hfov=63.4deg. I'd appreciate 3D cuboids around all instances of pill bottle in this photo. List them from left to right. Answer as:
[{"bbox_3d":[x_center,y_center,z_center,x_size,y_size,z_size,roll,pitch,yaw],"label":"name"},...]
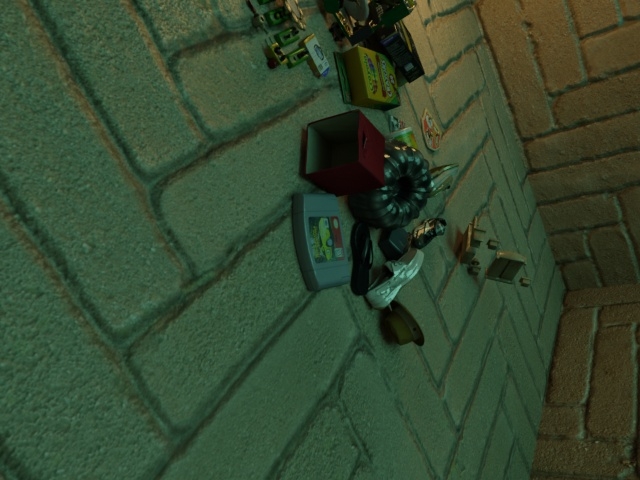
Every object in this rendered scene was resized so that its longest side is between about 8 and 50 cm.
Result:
[{"bbox_3d":[0.323,-0.305,2.016,0.136,0.136,0.246,-33,107,-52],"label":"pill bottle"}]

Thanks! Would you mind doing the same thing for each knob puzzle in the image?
[{"bbox_3d":[0.525,-0.505,2.432,0.213,0.030,0.213,19,66,-50],"label":"knob puzzle"}]

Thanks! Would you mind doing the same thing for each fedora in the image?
[{"bbox_3d":[0.280,0.302,1.805,0.079,0.194,0.194,-33,111,-13],"label":"fedora"}]

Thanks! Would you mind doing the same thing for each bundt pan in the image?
[{"bbox_3d":[0.260,-0.181,1.785,0.330,0.124,0.331,-15,116,-33],"label":"bundt pan"}]

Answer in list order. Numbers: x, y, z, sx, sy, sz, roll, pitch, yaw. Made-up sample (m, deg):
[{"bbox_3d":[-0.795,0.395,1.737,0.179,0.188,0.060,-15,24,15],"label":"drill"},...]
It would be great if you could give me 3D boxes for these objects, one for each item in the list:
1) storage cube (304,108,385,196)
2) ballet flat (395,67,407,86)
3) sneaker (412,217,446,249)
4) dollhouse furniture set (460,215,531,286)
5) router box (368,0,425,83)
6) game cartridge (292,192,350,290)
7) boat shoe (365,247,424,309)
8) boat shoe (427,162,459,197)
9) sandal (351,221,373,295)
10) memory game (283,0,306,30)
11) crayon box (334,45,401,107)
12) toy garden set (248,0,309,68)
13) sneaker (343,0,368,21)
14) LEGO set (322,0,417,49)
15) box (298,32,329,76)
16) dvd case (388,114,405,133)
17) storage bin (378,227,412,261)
[{"bbox_3d":[0.080,-0.267,1.627,0.193,0.214,0.184,30,56,-53],"label":"storage cube"},{"bbox_3d":[0.378,-0.764,2.273,0.080,0.073,0.232,42,49,-39],"label":"ballet flat"},{"bbox_3d":[0.457,-0.038,2.143,0.234,0.106,0.078,-42,112,-50],"label":"sneaker"},{"bbox_3d":[0.858,0.041,2.438,0.303,0.355,0.174,95,10,-58],"label":"dollhouse furniture set"},{"bbox_3d":[0.311,-0.831,2.125,0.243,0.081,0.309,39,33,-41],"label":"router box"},{"bbox_3d":[0.000,0.000,1.572,0.196,0.060,0.295,-7,86,-50],"label":"game cartridge"},{"bbox_3d":[0.254,0.112,1.791,0.096,0.098,0.277,50,65,-16],"label":"boat shoe"},{"bbox_3d":[0.531,-0.270,2.316,0.302,0.113,0.103,-27,104,-42],"label":"boat shoe"},{"bbox_3d":[0.151,0.060,1.751,0.097,0.054,0.255,22,63,-49],"label":"sandal"},{"bbox_3d":[-0.095,-0.753,1.646,0.186,0.012,0.186,52,24,-35],"label":"memory game"},{"bbox_3d":[0.186,-0.611,1.969,0.318,0.081,0.202,-13,91,-53],"label":"crayon box"},{"bbox_3d":[-0.129,-0.651,1.586,0.204,0.049,0.244,-49,119,-48],"label":"toy garden set"},{"bbox_3d":[0.149,-0.982,2.004,0.153,0.101,0.269,-28,100,-50],"label":"sneaker"},{"bbox_3d":[0.187,-0.859,1.857,0.255,0.331,0.192,48,36,-16],"label":"LEGO set"},{"bbox_3d":[-0.017,-0.618,1.745,0.136,0.028,0.081,61,39,-25],"label":"box"},{"bbox_3d":[0.322,-0.468,2.165,0.119,0.013,0.087,10,72,-53],"label":"dvd case"},{"bbox_3d":[0.276,-0.001,1.912,0.091,0.098,0.135,45,47,-22],"label":"storage bin"}]
